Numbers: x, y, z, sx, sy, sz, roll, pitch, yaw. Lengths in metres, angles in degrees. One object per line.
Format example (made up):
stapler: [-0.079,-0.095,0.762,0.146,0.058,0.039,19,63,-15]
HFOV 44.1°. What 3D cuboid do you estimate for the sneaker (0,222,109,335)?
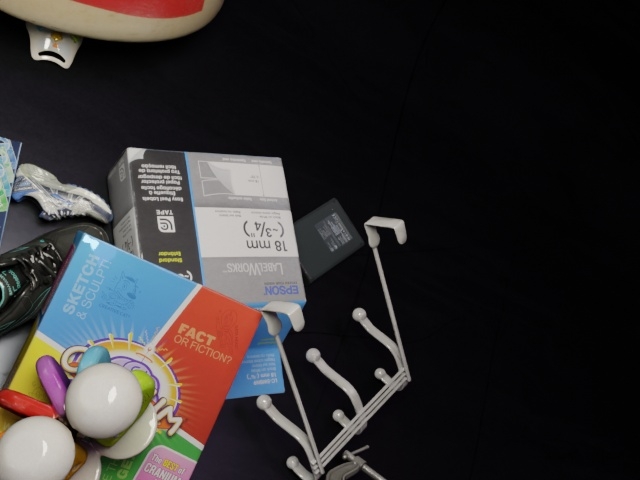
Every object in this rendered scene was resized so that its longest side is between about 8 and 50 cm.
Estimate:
sneaker: [-0.355,0.056,0.955,0.101,0.106,0.267,52,51,-4]

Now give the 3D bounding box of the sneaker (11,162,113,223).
sneaker: [-0.344,-0.047,1.044,0.135,0.052,0.058,25,69,-15]

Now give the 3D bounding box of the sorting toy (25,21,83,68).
sorting toy: [-0.377,-0.286,1.122,0.083,0.045,0.075,11,85,-30]

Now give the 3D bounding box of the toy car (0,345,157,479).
toy car: [-0.265,0.184,0.824,0.182,0.159,0.136,-39,70,-18]

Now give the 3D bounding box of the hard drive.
hard drive: [0.000,0.000,1.265,0.135,0.022,0.094,-34,92,-38]

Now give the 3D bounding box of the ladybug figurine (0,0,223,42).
ladybug figurine: [-0.313,-0.427,1.104,0.449,0.162,0.305,-13,65,-42]

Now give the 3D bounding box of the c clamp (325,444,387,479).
c clamp: [0.080,0.344,1.101,0.137,0.161,0.022,-3,118,-48]

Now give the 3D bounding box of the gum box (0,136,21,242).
gum box: [-0.476,-0.071,0.963,0.184,0.041,0.157,16,63,-29]

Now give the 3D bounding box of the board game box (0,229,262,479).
board game box: [-0.242,0.180,0.933,0.242,0.064,0.316,26,82,-23]

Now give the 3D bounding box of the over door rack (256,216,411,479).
over door rack: [0.019,0.144,1.095,0.239,0.108,0.324,-39,136,-37]

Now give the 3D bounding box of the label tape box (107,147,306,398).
label tape box: [-0.150,0.048,1.093,0.241,0.106,0.333,0,72,-33]
